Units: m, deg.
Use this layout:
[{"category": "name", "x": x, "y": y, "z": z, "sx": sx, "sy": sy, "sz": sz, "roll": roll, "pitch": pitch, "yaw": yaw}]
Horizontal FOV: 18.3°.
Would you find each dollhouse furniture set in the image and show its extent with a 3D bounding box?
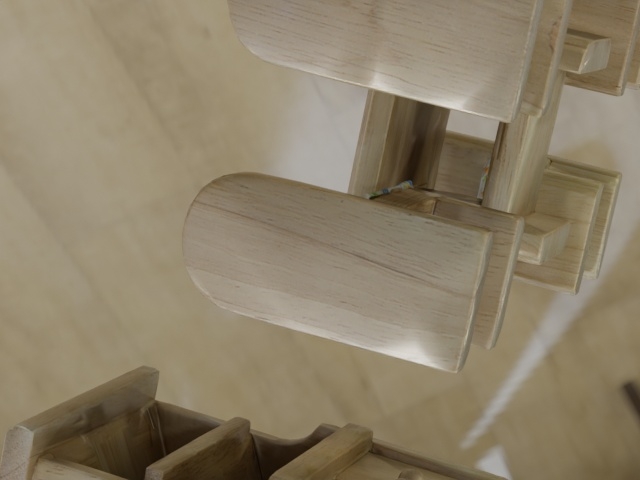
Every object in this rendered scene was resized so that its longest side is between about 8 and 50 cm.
[{"category": "dollhouse furniture set", "x": 0.000, "y": 0.000, "z": 0.685, "sx": 0.212, "sy": 0.161, "sz": 0.242, "roll": -21, "pitch": 124, "yaw": -69}]
